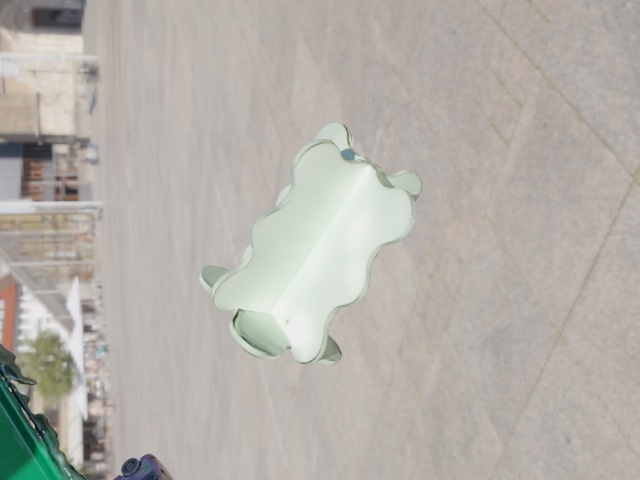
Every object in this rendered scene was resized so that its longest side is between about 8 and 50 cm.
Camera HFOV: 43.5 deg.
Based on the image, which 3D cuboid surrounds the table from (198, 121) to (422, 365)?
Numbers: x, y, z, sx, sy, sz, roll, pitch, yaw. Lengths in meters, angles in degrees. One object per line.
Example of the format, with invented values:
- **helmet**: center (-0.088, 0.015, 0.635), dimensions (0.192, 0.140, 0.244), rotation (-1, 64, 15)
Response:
- **table**: center (0.000, 0.000, 0.771), dimensions (0.198, 0.166, 0.166), rotation (-56, 30, 20)

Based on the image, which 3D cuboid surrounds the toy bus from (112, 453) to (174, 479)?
- **toy bus**: center (-0.283, 0.402, 1.154), dimensions (0.098, 0.178, 0.087), rotation (28, 151, 48)

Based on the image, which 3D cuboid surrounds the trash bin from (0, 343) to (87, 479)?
- **trash bin**: center (-0.334, 0.281, 0.685), dimensions (0.295, 0.259, 0.381), rotation (51, 144, 16)
